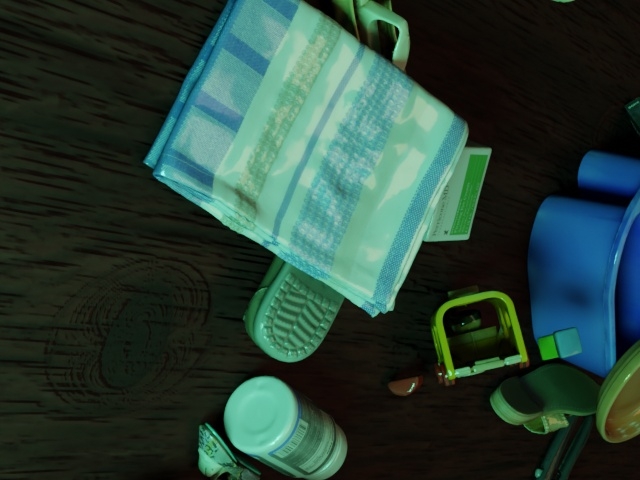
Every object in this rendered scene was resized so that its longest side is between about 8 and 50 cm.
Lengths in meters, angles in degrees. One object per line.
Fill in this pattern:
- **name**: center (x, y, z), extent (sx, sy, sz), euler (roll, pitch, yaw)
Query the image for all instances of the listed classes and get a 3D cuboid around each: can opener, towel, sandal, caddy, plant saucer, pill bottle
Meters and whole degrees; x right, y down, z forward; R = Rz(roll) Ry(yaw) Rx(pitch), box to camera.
- **can opener**: center (0.352, 0.332, 1.932), extent (0.059, 0.073, 0.186), euler (28, 78, -17)
- **towel**: center (0.001, -0.081, 1.135), extent (0.285, 0.034, 0.209), euler (32, 78, -33)
- **sandal**: center (0.296, 0.229, 1.791), extent (0.240, 0.088, 0.079), euler (0, 138, -48)
- **caddy**: center (0.412, 0.041, 1.740), extent (0.241, 0.179, 0.341), euler (-44, 139, -32)
- **plant saucer**: center (0.433, 0.181, 1.717), extent (0.200, 0.037, 0.200), euler (-27, 141, -25)
- **pill bottle**: center (-0.030, 0.189, 1.281), extent (0.078, 0.078, 0.137), euler (-62, 146, -11)

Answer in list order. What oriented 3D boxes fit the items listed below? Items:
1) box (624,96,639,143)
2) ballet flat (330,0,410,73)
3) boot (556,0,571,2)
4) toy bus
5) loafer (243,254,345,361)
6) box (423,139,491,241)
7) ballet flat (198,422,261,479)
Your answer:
- **box**: center (0.480, -0.115, 1.818), extent (0.029, 0.116, 0.162), euler (-31, 143, 7)
- **ballet flat**: center (0.048, -0.221, 1.181), extent (0.080, 0.073, 0.232), euler (-43, 138, -36)
- **boot**: center (0.233, -0.364, 1.322), extent (0.377, 0.138, 0.284), euler (-55, 144, -30)
- **toy bus**: center (0.175, 0.106, 1.500), extent (0.191, 0.202, 0.104), euler (-8, 83, -46)
- **loafer**: center (0.000, 0.000, 1.228), extent (0.094, 0.087, 0.251), euler (45, 67, -22)
- **box**: center (0.101, -0.061, 1.315), extent (0.087, 0.102, 0.101), euler (-3, 110, -52)
- **ballet flat**: center (-0.094, 0.213, 1.243), extent (0.041, 0.041, 0.114), euler (-58, 144, -17)
